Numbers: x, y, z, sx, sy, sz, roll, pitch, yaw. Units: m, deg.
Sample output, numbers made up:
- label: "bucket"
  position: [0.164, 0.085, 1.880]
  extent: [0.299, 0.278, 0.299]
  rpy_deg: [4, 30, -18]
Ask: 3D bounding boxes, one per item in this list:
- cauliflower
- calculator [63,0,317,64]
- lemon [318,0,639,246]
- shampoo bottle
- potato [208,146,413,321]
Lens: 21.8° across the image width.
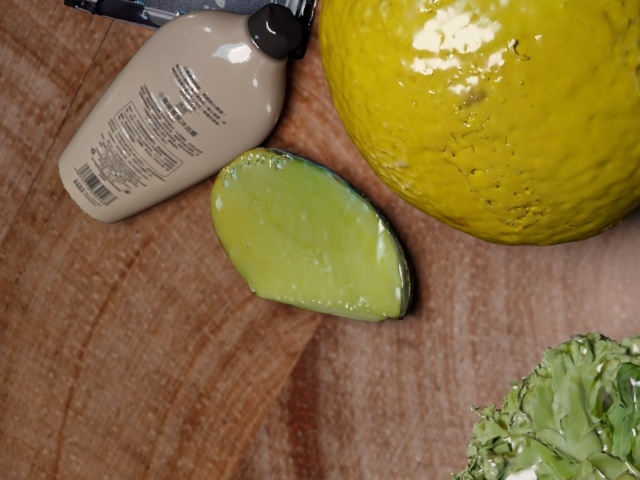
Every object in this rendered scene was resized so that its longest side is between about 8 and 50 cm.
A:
- label: "cauliflower"
  position: [0.211, 0.181, 1.073]
  extent: [0.275, 0.250, 0.272]
  rpy_deg: [-34, 73, 22]
- label: "calculator"
  position: [-0.111, -0.257, 1.427]
  extent: [0.274, 0.028, 0.166]
  rpy_deg: [18, 95, 30]
- label: "lemon"
  position: [0.134, -0.127, 1.123]
  extent: [0.257, 0.310, 0.258]
  rpy_deg: [-14, 46, 15]
- label: "shampoo bottle"
  position: [-0.113, -0.111, 1.380]
  extent: [0.257, 0.078, 0.127]
  rpy_deg: [-35, 93, 34]
- label: "potato"
  position: [0.000, 0.000, 1.332]
  extent: [0.198, 0.054, 0.119]
  rpy_deg: [24, 101, 26]
